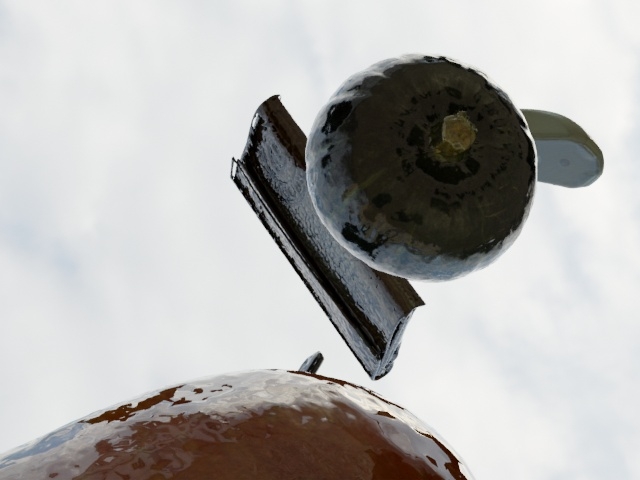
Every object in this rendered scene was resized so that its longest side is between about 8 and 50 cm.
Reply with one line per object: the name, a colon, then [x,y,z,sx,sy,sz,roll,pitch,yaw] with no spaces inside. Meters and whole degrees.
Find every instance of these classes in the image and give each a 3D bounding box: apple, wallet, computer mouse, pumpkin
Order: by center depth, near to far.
apple: [-0.047,0.206,0.769,0.309,0.277,0.250,-29,-125,-7]
pumpkin: [0.072,-0.054,1.328,0.167,0.125,0.167,-2,-119,4]
wallet: [0.000,0.000,1.691,0.039,0.133,0.243,-23,-112,-27]
computer mouse: [0.224,-0.106,2.071,0.089,0.181,0.056,81,-159,-43]

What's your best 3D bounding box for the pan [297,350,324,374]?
pan: [-0.057,0.161,1.287,0.028,0.136,0.235,35,-126,-8]
